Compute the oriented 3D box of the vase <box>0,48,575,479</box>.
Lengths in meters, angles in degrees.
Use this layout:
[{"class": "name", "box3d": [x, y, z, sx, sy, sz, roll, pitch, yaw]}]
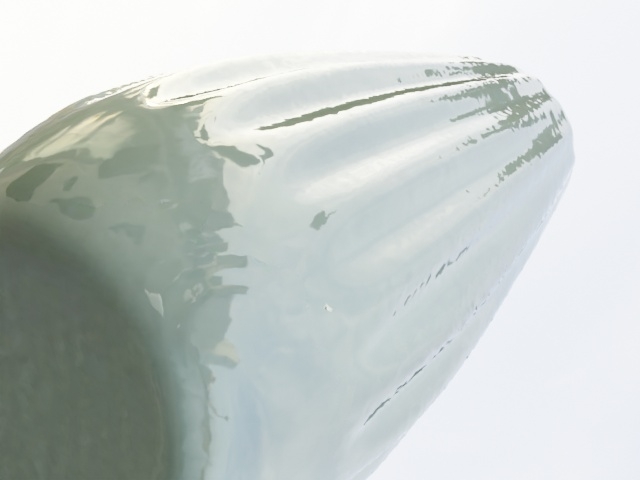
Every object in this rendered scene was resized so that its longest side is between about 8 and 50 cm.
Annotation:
[{"class": "vase", "box3d": [0.000, 0.000, 0.424, 0.128, 0.248, 0.128, 13, -65, 30]}]
